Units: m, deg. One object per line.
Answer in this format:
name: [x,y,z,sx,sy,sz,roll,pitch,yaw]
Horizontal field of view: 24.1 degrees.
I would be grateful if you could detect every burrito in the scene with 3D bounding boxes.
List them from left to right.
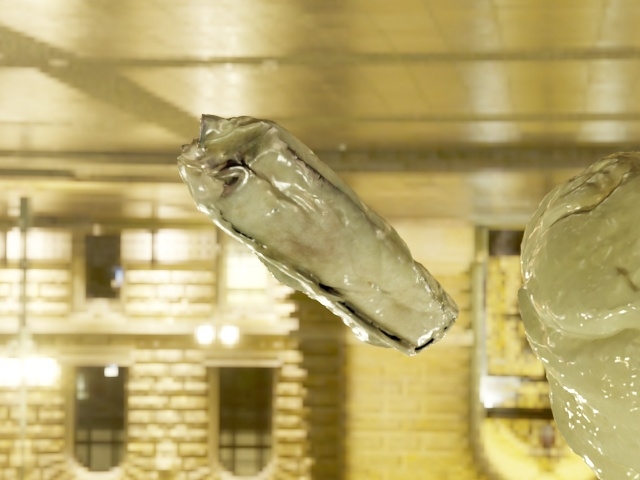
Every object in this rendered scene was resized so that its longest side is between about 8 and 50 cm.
burrito: [-0.001,-0.001,0.722,0.188,0.058,0.045,41,-178,-38]

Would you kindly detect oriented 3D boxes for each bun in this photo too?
bun: [0.147,0.047,0.668,0.111,0.188,0.164,-24,152,-1]
